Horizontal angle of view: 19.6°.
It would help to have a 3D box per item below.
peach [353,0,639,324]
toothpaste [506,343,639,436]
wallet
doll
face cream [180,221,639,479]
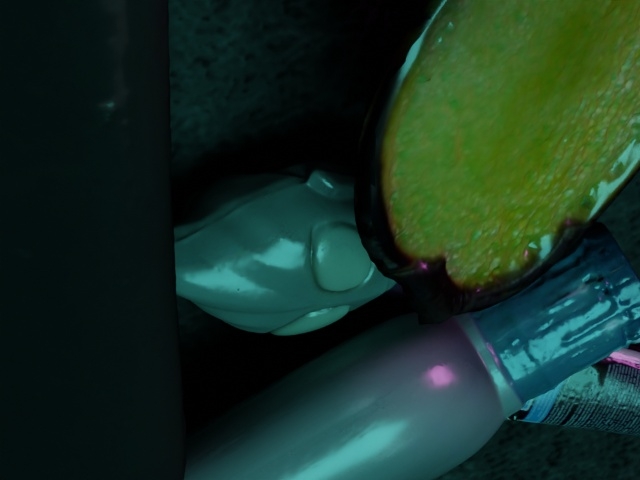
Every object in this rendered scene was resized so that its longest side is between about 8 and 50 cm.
[{"bbox_3d":[0.087,-0.092,0.785,0.189,0.068,0.279,-5,126,-47],"label":"peach"},{"bbox_3d":[0.151,0.076,1.016,0.193,0.045,0.071,11,114,-22],"label":"toothpaste"},{"bbox_3d":[-0.167,-0.053,0.728,0.228,0.062,0.406,3,126,1],"label":"wallet"},{"bbox_3d":[0.000,0.000,0.872,0.227,0.075,0.102,-6,139,-33],"label":"doll"},{"bbox_3d":[0.008,0.100,0.915,0.337,0.080,0.163,-30,170,4],"label":"face cream"}]
